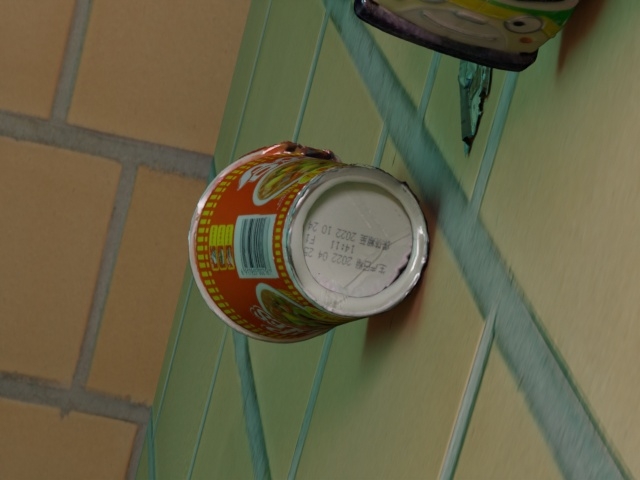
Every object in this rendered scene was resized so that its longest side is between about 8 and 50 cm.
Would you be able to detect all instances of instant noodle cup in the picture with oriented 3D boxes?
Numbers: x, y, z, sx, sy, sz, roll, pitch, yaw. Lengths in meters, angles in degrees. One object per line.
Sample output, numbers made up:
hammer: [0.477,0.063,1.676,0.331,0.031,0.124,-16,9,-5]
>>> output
instant noodle cup: [0.000,0.000,1.690,0.212,0.193,0.193,176,106,-71]

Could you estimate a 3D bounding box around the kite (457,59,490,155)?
kite: [0.154,-0.268,1.558,0.368,0.014,0.406,-134,56,-79]

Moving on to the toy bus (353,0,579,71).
toy bus: [0.133,-0.290,1.317,0.179,0.143,0.305,144,140,-63]
